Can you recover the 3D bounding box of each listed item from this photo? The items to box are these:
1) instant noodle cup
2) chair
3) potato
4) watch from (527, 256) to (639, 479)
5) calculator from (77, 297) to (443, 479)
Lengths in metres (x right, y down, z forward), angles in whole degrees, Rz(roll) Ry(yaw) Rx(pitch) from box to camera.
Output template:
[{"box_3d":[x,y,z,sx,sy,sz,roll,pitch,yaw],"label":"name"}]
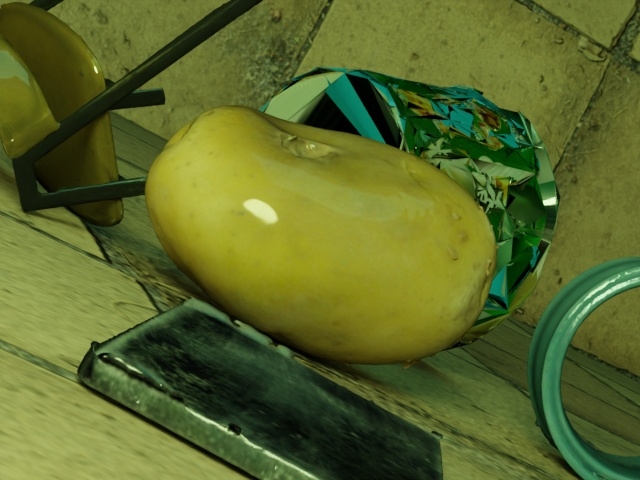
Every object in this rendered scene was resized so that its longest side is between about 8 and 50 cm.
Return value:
[{"box_3d":[0.048,-0.033,1.317,0.240,0.240,0.178,31,10,40],"label":"instant noodle cup"},{"box_3d":[-0.170,-0.098,1.069,0.247,0.172,0.159,-26,38,-29],"label":"chair"},{"box_3d":[0.000,0.000,1.024,0.234,0.146,0.150,15,-2,-18],"label":"potato"},{"box_3d":[0.245,0.111,1.163,0.193,0.211,0.211,14,4,-1],"label":"watch"},{"box_3d":[-0.015,0.078,0.737,0.161,0.021,0.262,29,4,4],"label":"calculator"}]
